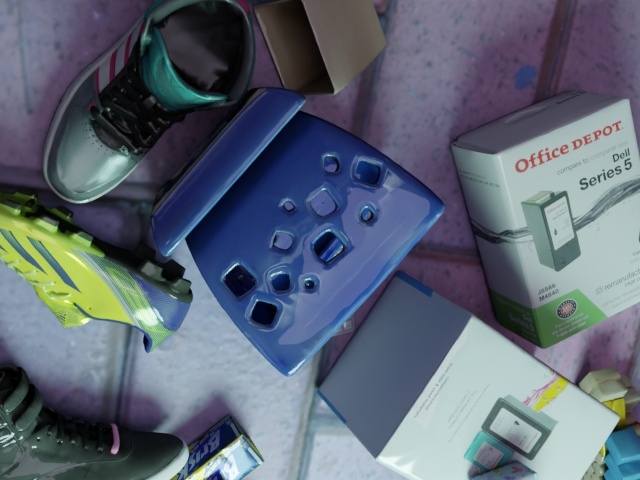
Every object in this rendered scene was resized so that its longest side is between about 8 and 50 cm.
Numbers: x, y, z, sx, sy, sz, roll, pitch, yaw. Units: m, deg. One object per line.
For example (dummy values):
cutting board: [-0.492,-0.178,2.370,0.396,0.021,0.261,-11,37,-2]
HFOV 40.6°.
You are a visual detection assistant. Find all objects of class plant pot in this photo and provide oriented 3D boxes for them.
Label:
plant pot: [0.007,-0.231,0.962,0.096,0.109,0.109,-31,112,-25]
plant pot: [-0.044,-0.033,0.915,0.212,0.236,0.236,41,92,-13]

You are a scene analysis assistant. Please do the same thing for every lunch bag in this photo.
lunch bag: [0.211,0.303,0.980,0.071,0.053,0.083,-16,100,-18]

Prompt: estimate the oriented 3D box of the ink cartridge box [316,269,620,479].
ink cartridge box: [0.181,0.205,1.080,0.270,0.198,0.197,34,90,-25]

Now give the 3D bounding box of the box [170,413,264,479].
box: [-0.155,0.292,1.052,0.169,0.059,0.054,-38,116,-8]

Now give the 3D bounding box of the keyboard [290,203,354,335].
keyboard: [0.000,0.000,1.061,0.072,0.014,0.255,-10,107,-18]

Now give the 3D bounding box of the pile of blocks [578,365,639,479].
pile of blocks: [0.448,0.351,1.243,0.113,0.149,0.361,-10,106,-17]

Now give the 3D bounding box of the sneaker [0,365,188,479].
sneaker: [-0.294,0.213,0.955,0.296,0.104,0.146,-3,109,-15]

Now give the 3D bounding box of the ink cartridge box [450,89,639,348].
ink cartridge box: [0.307,-0.031,1.111,0.199,0.115,0.272,-24,110,-13]

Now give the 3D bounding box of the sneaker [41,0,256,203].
sneaker: [-0.167,-0.148,0.871,0.124,0.178,0.295,37,89,-24]

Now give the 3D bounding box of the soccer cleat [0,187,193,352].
soccer cleat: [-0.276,0.034,0.926,0.289,0.093,0.121,28,99,-24]
